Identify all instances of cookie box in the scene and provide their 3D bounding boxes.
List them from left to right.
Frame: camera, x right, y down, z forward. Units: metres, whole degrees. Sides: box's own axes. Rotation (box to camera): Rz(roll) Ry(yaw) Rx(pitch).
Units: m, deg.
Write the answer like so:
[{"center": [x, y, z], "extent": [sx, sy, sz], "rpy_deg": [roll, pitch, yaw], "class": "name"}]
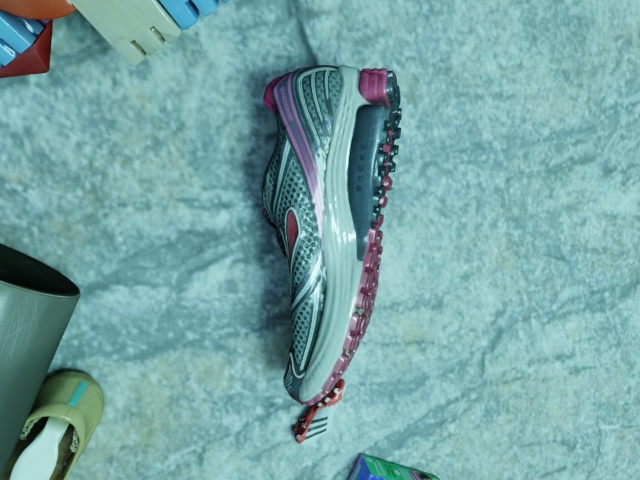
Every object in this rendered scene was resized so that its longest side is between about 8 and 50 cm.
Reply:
[{"center": [0.076, 0.298, 0.532], "extent": [0.107, 0.040, 0.092], "rpy_deg": [24, 93, -16], "class": "cookie box"}]

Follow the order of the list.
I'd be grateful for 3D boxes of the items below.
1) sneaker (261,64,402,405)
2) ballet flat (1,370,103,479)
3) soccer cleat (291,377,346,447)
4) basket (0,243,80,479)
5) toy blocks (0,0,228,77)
[{"center": [0.000, 0.000, 0.439], "extent": [0.111, 0.121, 0.300], "rpy_deg": [9, 99, 15], "class": "sneaker"}, {"center": [-0.269, 0.225, 0.419], "extent": [0.080, 0.073, 0.233], "rpy_deg": [26, 93, -18], "class": "ballet flat"}, {"center": [0.005, 0.180, 0.504], "extent": [0.035, 0.029, 0.083], "rpy_deg": [34, 93, -25], "class": "soccer cleat"}, {"center": [-0.291, 0.114, 0.352], "extent": [0.227, 0.204, 0.154], "rpy_deg": [-62, 147, -5], "class": "basket"}, {"center": [-0.152, -0.239, 0.296], "extent": [0.381, 0.191, 0.261], "rpy_deg": [-23, 134, 19], "class": "toy blocks"}]
